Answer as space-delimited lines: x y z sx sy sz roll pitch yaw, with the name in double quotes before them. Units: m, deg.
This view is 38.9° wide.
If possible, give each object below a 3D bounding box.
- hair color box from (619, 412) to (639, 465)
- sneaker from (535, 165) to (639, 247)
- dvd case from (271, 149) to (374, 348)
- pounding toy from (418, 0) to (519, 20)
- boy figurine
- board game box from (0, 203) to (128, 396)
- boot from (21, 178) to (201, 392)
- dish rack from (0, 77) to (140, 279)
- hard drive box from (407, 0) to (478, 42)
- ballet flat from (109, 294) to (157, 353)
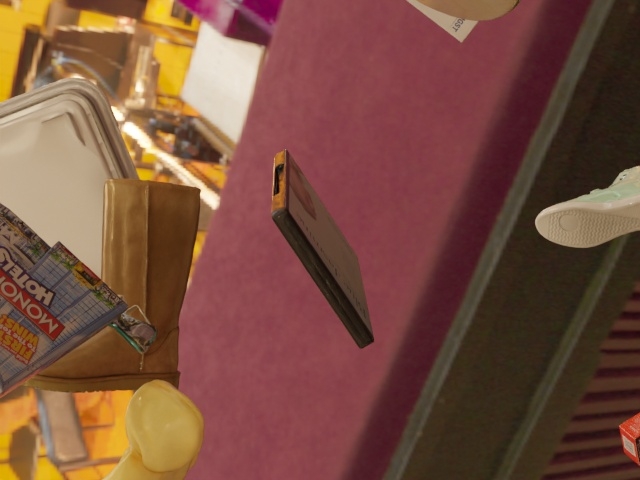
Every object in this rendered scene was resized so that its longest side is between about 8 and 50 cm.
"hair color box" 0.590 0.320 1.566 0.043 0.141 0.072 44 160 55
"sneaker" 0.548 -0.069 1.740 0.256 0.151 0.094 -10 117 27
"dvd case" 0.000 0.000 1.059 0.022 0.180 0.253 -30 18 9
"pounding toy" 0.099 -0.306 0.804 0.237 0.183 0.110 30 79 20
"boy figurine" -0.210 0.265 1.021 0.092 0.177 0.285 43 133 15
"board game box" -0.305 0.063 0.859 0.060 0.194 0.194 -37 15 28
"boot" -0.272 0.054 1.157 0.089 0.236 0.269 1 86 50
"dish rack" -0.401 -0.043 1.318 0.072 0.286 0.332 -103 -7 -77
"hard drive box" 0.172 -0.431 1.310 0.232 0.089 0.181 36 149 0
"ballet flat" -0.218 0.082 0.984 0.114 0.041 0.041 29 111 30
